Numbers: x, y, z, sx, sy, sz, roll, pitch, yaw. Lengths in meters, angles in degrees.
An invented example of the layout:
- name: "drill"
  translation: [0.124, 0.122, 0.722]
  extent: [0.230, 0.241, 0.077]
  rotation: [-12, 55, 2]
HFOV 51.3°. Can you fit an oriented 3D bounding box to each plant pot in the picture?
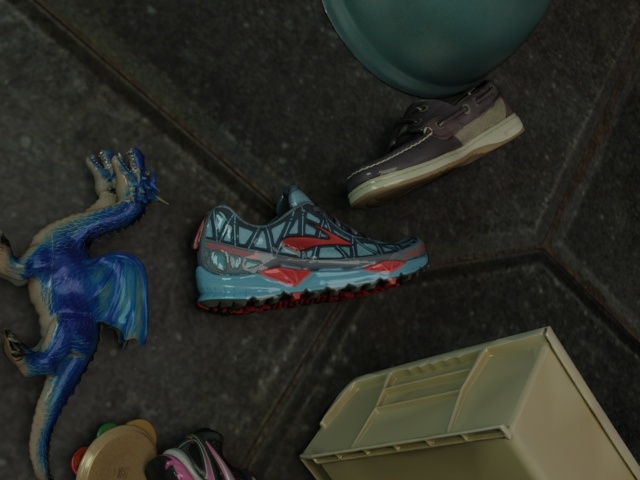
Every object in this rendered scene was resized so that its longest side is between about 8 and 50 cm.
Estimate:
- name: "plant pot"
  translation: [0.168, -0.338, 0.777]
  extent: [0.293, 0.196, 0.293]
  rotation: [5, 79, -29]

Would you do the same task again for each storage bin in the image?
- name: "storage bin"
  translation: [0.155, 0.249, 0.636]
  extent: [0.262, 0.260, 0.123]
  rotation: [55, 44, -10]

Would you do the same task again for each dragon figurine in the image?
- name: "dragon figurine"
  translation: [-0.194, 0.056, 0.570]
  extent: [0.144, 0.085, 0.289]
  rotation: [-6, 83, -29]

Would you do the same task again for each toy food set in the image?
- name: "toy food set"
  translation: [-0.178, 0.200, 0.581]
  extent: [0.082, 0.020, 0.083]
  rotation: [4, 88, -49]

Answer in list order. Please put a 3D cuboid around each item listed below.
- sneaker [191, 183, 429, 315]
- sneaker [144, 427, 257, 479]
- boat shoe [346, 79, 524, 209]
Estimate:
- name: "sneaker"
  translation: [0.000, 0.000, 0.678]
  extent: [0.261, 0.104, 0.125]
  rotation: [-5, 82, -30]
- name: "sneaker"
  translation: [-0.079, 0.250, 0.612]
  extent: [0.077, 0.072, 0.178]
  rotation: [-40, 110, -46]
- name: "boat shoe"
  translation: [0.127, -0.118, 0.775]
  extent: [0.285, 0.103, 0.092]
  rotation: [-27, 89, -34]
